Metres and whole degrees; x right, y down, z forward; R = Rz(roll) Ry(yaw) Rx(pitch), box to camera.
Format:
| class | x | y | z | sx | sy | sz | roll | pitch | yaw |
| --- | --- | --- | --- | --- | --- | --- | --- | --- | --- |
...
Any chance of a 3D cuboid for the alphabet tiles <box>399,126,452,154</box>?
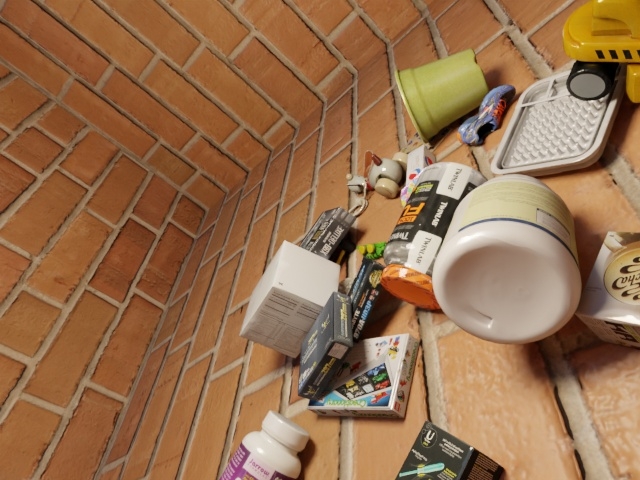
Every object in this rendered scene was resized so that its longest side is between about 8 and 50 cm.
| class | x | y | z | sx | sy | sz | roll | pitch | yaw |
| --- | --- | --- | --- | --- | --- | --- | --- | --- | --- |
| alphabet tiles | 0.384 | -0.365 | 1.688 | 0.237 | 0.009 | 0.198 | -49 | 25 | 4 |

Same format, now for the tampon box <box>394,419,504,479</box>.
| class | x | y | z | sx | sy | sz | roll | pitch | yaw |
| --- | --- | --- | --- | --- | --- | --- | --- | --- | --- |
| tampon box | 0.220 | 0.433 | 0.808 | 0.161 | 0.101 | 0.120 | -57 | 26 | -13 |

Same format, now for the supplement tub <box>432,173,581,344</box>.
| class | x | y | z | sx | sy | sz | roll | pitch | yaw |
| --- | --- | --- | --- | --- | --- | --- | --- | --- | --- |
| supplement tub | 0.362 | 0.017 | 0.880 | 0.235 | 0.235 | 0.325 | -32 | 9 | 36 |

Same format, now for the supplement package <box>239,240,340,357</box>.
| class | x | y | z | sx | sy | sz | roll | pitch | yaw |
| --- | --- | --- | --- | --- | --- | --- | --- | --- | --- |
| supplement package | -0.092 | 0.184 | 1.391 | 0.262 | 0.198 | 0.199 | -55 | 16 | 37 |

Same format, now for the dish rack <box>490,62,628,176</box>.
| class | x | y | z | sx | sy | sz | roll | pitch | yaw |
| --- | --- | --- | --- | --- | --- | --- | --- | --- | --- |
| dish rack | 0.608 | -0.293 | 1.149 | 0.286 | 0.072 | 0.332 | -1 | 55 | 58 |

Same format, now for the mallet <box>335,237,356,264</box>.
| class | x | y | z | sx | sy | sz | roll | pitch | yaw |
| --- | --- | --- | --- | --- | --- | --- | --- | --- | --- |
| mallet | 0.068 | 0.084 | 1.605 | 0.039 | 0.062 | 0.189 | 13 | 82 | 64 |

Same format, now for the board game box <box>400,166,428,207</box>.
| class | x | y | z | sx | sy | sz | roll | pitch | yaw |
| --- | --- | --- | --- | --- | --- | --- | --- | --- | --- |
| board game box | 0.321 | -0.142 | 1.373 | 0.169 | 0.133 | 0.033 | -44 | -17 | 15 |

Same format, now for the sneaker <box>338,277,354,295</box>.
| class | x | y | z | sx | sy | sz | roll | pitch | yaw |
| --- | --- | --- | --- | --- | --- | --- | --- | --- | --- |
| sneaker | 0.039 | 0.219 | 1.417 | 0.235 | 0.090 | 0.095 | -60 | 17 | -20 |

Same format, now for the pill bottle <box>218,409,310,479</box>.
| class | x | y | z | sx | sy | sz | roll | pitch | yaw |
| --- | --- | --- | --- | --- | --- | --- | --- | --- | --- |
| pill bottle | -0.154 | 0.595 | 1.139 | 0.301 | 0.169 | 0.169 | -59 | 26 | -14 |

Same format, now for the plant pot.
| class | x | y | z | sx | sy | sz | roll | pitch | yaw |
| --- | --- | --- | --- | --- | --- | --- | --- | --- | --- |
| plant pot | 0.423 | -0.509 | 1.543 | 0.254 | 0.276 | 0.276 | -22 | 36 | 23 |

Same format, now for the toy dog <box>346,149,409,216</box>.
| class | x | y | z | sx | sy | sz | roll | pitch | yaw |
| --- | --- | --- | --- | --- | --- | --- | --- | --- | --- |
| toy dog | 0.180 | -0.245 | 1.681 | 0.334 | 0.161 | 0.220 | -26 | 35 | 46 |

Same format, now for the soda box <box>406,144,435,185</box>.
| class | x | y | z | sx | sy | sz | roll | pitch | yaw |
| --- | --- | --- | --- | --- | --- | --- | --- | --- | --- |
| soda box | 0.333 | -0.216 | 1.502 | 0.069 | 0.074 | 0.216 | -30 | 33 | 38 |

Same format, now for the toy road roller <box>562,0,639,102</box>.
| class | x | y | z | sx | sy | sz | roll | pitch | yaw |
| --- | --- | --- | --- | --- | --- | --- | --- | --- | --- |
| toy road roller | 0.676 | -0.432 | 0.925 | 0.330 | 0.240 | 0.202 | 17 | 70 | 36 |

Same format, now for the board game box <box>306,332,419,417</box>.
| class | x | y | z | sx | sy | sz | roll | pitch | yaw |
| --- | --- | --- | --- | --- | --- | --- | --- | --- | --- |
| board game box | 0.103 | 0.349 | 1.168 | 0.305 | 0.053 | 0.192 | -22 | 38 | 47 |

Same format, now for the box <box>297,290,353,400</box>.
| class | x | y | z | sx | sy | sz | roll | pitch | yaw |
| --- | --- | --- | --- | --- | --- | --- | --- | --- | --- |
| box | 0.010 | 0.278 | 1.202 | 0.183 | 0.059 | 0.232 | -86 | 21 | -56 |

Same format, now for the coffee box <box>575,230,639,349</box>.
| class | x | y | z | sx | sy | sz | roll | pitch | yaw |
| --- | --- | --- | --- | --- | --- | --- | --- | --- | --- |
| coffee box | 0.567 | 0.089 | 0.661 | 0.168 | 0.119 | 0.297 | -59 | 26 | -12 |

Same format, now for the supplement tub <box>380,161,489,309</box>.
| class | x | y | z | sx | sy | sz | roll | pitch | yaw |
| --- | --- | --- | --- | --- | --- | --- | --- | --- | --- |
| supplement tub | 0.292 | -0.012 | 1.149 | 0.207 | 0.207 | 0.337 | -6 | 51 | 57 |

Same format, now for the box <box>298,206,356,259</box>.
| class | x | y | z | sx | sy | sz | roll | pitch | yaw |
| --- | --- | --- | --- | --- | --- | --- | --- | --- | --- |
| box | 0.000 | 0.000 | 1.680 | 0.242 | 0.077 | 0.307 | -55 | 9 | -6 |

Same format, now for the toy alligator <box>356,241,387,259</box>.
| class | x | y | z | sx | sy | sz | roll | pitch | yaw |
| --- | --- | --- | --- | --- | --- | --- | --- | --- | --- |
| toy alligator | 0.184 | 0.033 | 1.457 | 0.190 | 0.056 | 0.051 | -10 | 89 | 53 |

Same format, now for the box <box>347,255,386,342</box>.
| class | x | y | z | sx | sy | sz | roll | pitch | yaw |
| --- | --- | --- | --- | --- | --- | --- | --- | --- | --- |
| box | 0.114 | 0.159 | 1.275 | 0.175 | 0.051 | 0.220 | -126 | 59 | -85 |

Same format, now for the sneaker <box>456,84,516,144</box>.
| class | x | y | z | sx | sy | sz | roll | pitch | yaw |
| --- | --- | --- | --- | --- | --- | --- | --- | --- | --- |
| sneaker | 0.528 | -0.380 | 1.407 | 0.221 | 0.083 | 0.087 | -52 | 38 | 12 |
